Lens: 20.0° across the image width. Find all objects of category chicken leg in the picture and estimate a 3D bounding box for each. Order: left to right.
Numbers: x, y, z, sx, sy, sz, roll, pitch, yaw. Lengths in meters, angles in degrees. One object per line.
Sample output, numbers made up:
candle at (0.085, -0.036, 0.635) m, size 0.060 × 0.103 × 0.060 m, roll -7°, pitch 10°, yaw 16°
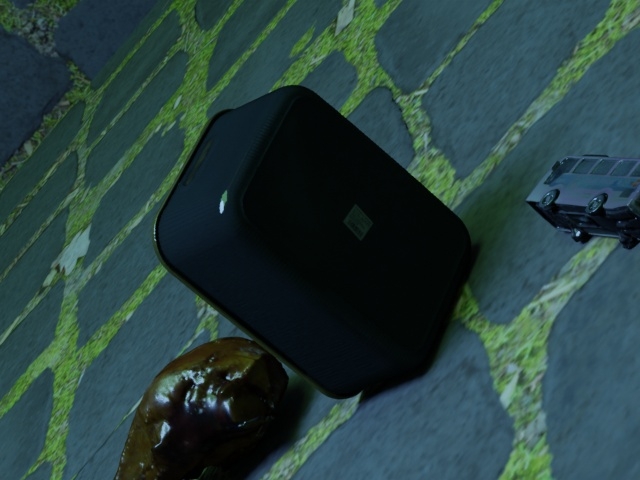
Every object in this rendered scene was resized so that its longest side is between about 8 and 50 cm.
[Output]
chicken leg at (-0.138, 0.185, 1.406) m, size 0.304 × 0.093 × 0.113 m, roll -48°, pitch -9°, yaw 23°

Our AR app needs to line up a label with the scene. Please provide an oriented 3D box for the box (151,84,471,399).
box at (0.000, 0.000, 1.250) m, size 0.090 × 0.201 × 0.144 m, roll -22°, pitch 33°, yaw 50°

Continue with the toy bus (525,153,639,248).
toy bus at (0.177, -0.027, 1.125) m, size 0.052 × 0.037 × 0.131 m, roll -53°, pitch 18°, yaw -10°
